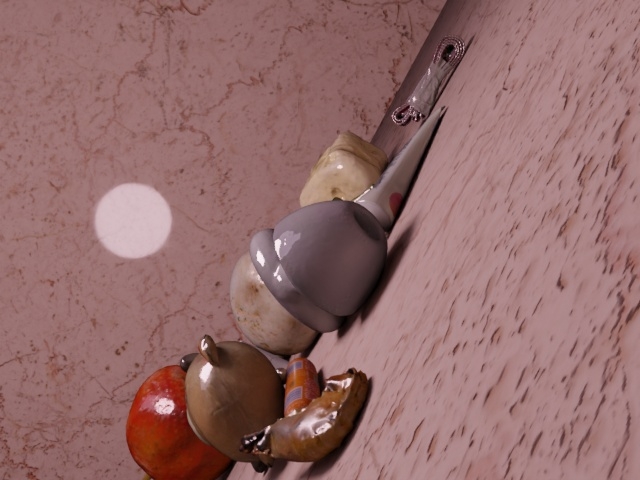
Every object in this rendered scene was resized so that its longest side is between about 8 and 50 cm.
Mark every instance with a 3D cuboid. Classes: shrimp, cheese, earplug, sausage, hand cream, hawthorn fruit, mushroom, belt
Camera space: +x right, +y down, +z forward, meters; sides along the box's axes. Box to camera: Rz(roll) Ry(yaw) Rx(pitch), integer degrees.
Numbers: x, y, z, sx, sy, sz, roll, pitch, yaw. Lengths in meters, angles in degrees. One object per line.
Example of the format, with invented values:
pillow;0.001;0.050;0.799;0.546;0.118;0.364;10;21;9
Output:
shrimp;-0.016;0.226;0.964;0.117;0.066;0.262;-46;9;-31
cheese;0.053;-0.128;1.977;0.247;0.174;0.251;-59;9;16
earplug;-0.006;0.041;1.280;0.175;0.214;0.325;-43;2;-21
sausage;-0.027;0.226;1.175;0.053;0.053;0.348;-61;3;2
hand cream;0.147;-0.120;1.466;0.340;0.078;0.124;-54;-3;-37
hawthorn fruit;-0.345;0.475;1.901;0.330;0.287;0.287;-54;4;10
mushroom;-0.061;0.113;1.640;0.243;0.244;0.243;-61;3;6
belt;0.246;-0.349;1.748;0.232;0.071;0.053;-57;-2;16

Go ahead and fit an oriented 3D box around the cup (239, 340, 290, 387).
cup;-0.125;0.277;1.563;0.136;0.133;0.099;-68;4;-65

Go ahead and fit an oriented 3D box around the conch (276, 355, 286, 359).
conch;-0.119;0.189;2.014;0.386;0.170;0.203;-62;-23;-44

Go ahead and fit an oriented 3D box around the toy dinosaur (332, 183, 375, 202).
toy dinosaur;0.000;0.000;1.658;0.301;0.087;0.447;-37;-13;38

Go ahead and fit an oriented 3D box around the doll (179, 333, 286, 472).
doll;-0.128;0.268;1.307;0.174;0.235;0.330;-27;-9;-6
